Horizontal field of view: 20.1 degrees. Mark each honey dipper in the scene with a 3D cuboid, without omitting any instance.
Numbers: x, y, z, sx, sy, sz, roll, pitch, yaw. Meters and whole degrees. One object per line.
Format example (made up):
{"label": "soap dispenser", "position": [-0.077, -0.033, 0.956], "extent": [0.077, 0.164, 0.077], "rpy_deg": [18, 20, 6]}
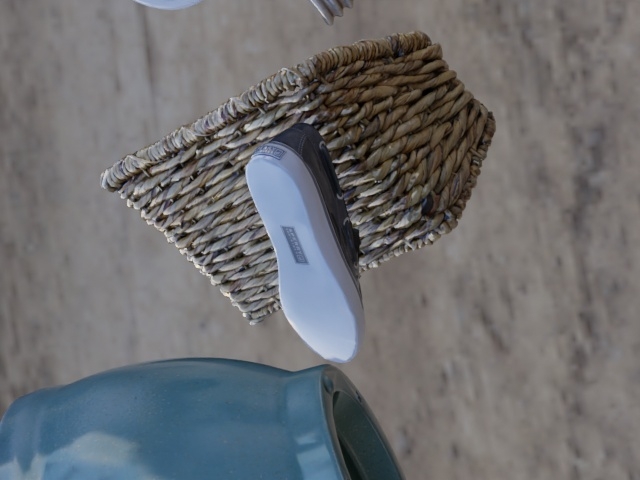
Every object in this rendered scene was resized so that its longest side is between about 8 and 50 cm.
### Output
{"label": "honey dipper", "position": [0.057, -0.192, 1.090], "extent": [0.030, 0.160, 0.030], "rpy_deg": [50, 180, 0]}

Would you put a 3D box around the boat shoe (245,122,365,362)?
{"label": "boat shoe", "position": [0.000, 0.000, 1.552], "extent": [0.080, 0.076, 0.228], "rpy_deg": [6, 130, 38]}

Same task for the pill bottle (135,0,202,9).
{"label": "pill bottle", "position": [-0.103, -0.257, 1.341], "extent": [0.094, 0.094, 0.169], "rpy_deg": [115, 170, -46]}

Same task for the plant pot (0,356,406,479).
{"label": "plant pot", "position": [-0.045, 0.194, 1.141], "extent": [0.293, 0.196, 0.293], "rpy_deg": [61, -167, -23]}

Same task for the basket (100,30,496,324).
{"label": "basket", "position": [-0.015, -0.098, 1.705], "extent": [0.223, 0.213, 0.299], "rpy_deg": [44, 135, -20]}
